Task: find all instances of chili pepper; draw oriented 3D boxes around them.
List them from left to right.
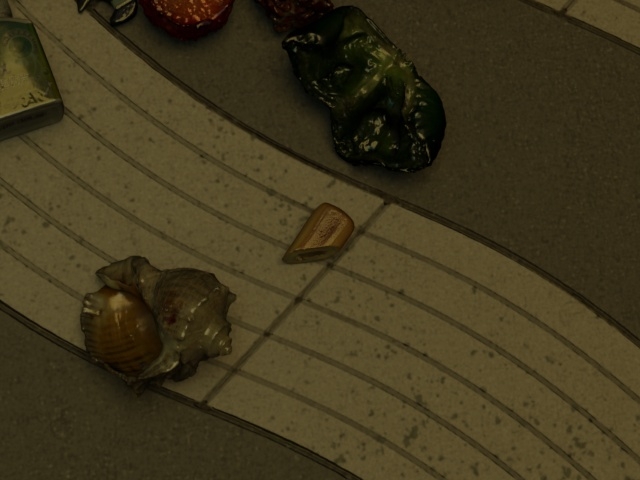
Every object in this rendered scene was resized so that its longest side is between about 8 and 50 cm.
[{"bbox_3d":[0.068,-0.203,1.751,0.264,0.116,0.148,47,63,2],"label":"chili pepper"}]

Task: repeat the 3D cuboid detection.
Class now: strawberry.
[{"bbox_3d":[-0.189,-0.350,1.742,0.145,0.086,0.145,2,79,-8],"label":"strawberry"}]

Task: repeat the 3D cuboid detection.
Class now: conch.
[{"bbox_3d":[-0.215,0.105,1.609,0.245,0.163,0.178,30,55,28],"label":"conch"}]

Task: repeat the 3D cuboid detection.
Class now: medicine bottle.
[{"bbox_3d":[-0.439,-0.239,1.675,0.132,0.088,0.188,-21,82,-13],"label":"medicine bottle"}]

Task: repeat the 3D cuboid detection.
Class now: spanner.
[{"bbox_3d":[-0.290,-0.458,1.784,0.087,0.024,0.315,6,77,-2],"label":"spanner"}]

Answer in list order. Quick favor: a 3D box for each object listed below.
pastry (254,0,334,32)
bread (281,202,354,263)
[{"bbox_3d":[-0.061,-0.400,1.768,0.115,0.097,0.208,-29,80,-2],"label":"pastry"},{"bbox_3d":[0.000,0.001,1.715,0.062,0.049,0.103,32,76,7],"label":"bread"}]
